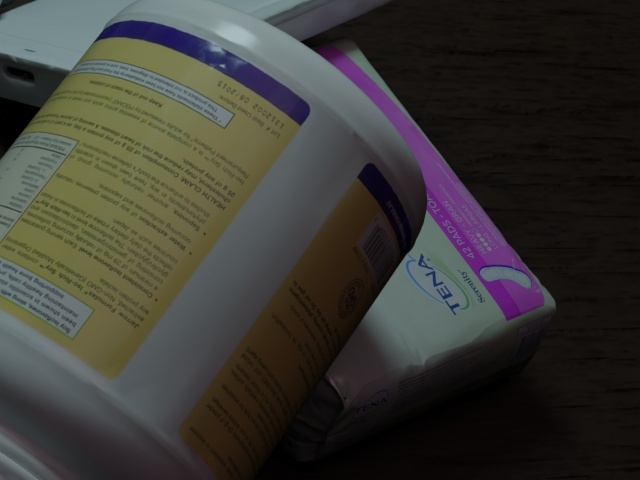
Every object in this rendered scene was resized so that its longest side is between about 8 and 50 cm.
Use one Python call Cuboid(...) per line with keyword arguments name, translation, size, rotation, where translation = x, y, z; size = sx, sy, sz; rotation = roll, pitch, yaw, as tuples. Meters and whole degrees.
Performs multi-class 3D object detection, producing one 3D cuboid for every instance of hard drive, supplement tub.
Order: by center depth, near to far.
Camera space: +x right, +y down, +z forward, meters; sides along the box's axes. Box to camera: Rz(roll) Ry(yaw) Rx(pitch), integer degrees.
Cuboid(name="supplement tub", translation=(-0.114, 0.042, 1.184), size=(0.241, 0.241, 0.331), rotation=(34, 71, 4))
Cuboid(name="hard drive", translation=(-0.111, -0.171, 1.486), size=(0.203, 0.040, 0.307), rotation=(17, 34, 41))

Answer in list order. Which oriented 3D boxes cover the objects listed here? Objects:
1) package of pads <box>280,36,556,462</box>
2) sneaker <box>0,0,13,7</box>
Cuboid(name="package of pads", translation=(0.000, 0.000, 1.425), size=(0.229, 0.101, 0.296), rotation=(-21, 63, -36))
Cuboid(name="sneaker", translation=(-0.304, -0.216, 1.499), size=(0.166, 0.065, 0.076), rotation=(29, 15, 13))
